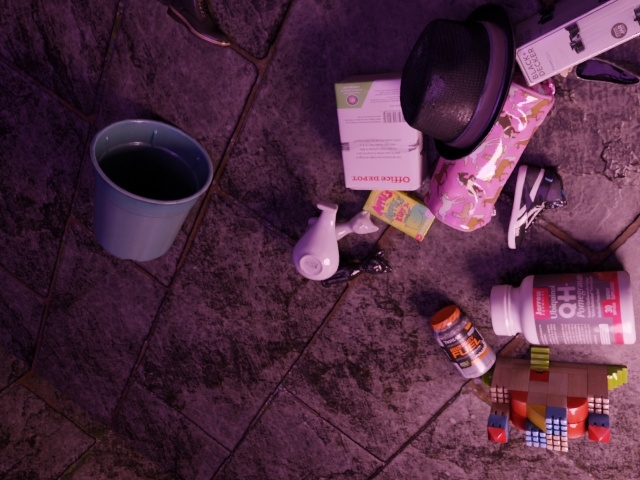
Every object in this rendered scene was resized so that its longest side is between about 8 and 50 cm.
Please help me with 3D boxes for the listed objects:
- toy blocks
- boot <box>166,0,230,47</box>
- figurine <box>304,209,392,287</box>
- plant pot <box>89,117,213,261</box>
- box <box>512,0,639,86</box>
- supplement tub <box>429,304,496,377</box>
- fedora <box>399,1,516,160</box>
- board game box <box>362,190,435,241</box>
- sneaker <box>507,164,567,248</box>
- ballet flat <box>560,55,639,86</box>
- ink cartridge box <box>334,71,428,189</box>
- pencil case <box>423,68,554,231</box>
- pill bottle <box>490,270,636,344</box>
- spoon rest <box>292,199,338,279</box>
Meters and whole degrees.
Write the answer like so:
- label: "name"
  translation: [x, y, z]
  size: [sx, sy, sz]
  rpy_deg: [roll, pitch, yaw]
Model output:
- label: "toy blocks"
  translation: [0.602, 0.435, 1.483]
  size: [0.381, 0.261, 0.191]
  rpy_deg: [-1, 115, 25]
- label: "boot"
  translation: [-0.306, -0.613, 1.481]
  size: [0.198, 0.077, 0.137]
  rpy_deg: [35, 120, 4]
- label: "figurine"
  translation: [0.082, 0.018, 1.625]
  size: [0.209, 0.092, 0.215]
  rpy_deg: [-12, 109, 21]
- label: "plant pot"
  translation: [-0.536, -0.132, 1.702]
  size: [0.341, 0.341, 0.334]
  rpy_deg: [37, 133, 4]
- label: "box"
  translation: [0.534, -0.436, 1.110]
  size: [0.290, 0.169, 0.087]
  rpy_deg: [-22, 117, 33]
- label: "supplement tub"
  translation: [0.398, 0.283, 1.587]
  size: [0.117, 0.117, 0.190]
  rpy_deg: [-32, 100, 34]
- label: "fedora"
  translation: [0.269, -0.343, 1.195]
  size: [0.152, 0.334, 0.334]
  rpy_deg: [7, 124, -17]
- label: "board game box"
  translation: [0.216, -0.084, 1.515]
  size: [0.181, 0.043, 0.092]
  rpy_deg: [30, 112, 8]
- label: "sneaker"
  translation: [0.529, -0.070, 1.363]
  size: [0.121, 0.079, 0.217]
  rpy_deg: [11, 118, 22]
- label: "ballet flat"
  translation: [0.597, -0.363, 1.197]
  size: [0.173, 0.049, 0.057]
  rpy_deg: [13, 119, 19]
- label: "ink cartridge box"
  translation: [0.157, -0.274, 1.411]
  size: [0.198, 0.115, 0.273]
  rpy_deg: [4, 117, 24]
- label: "pencil case"
  translation: [0.388, -0.213, 1.311]
  size: [0.160, 0.167, 0.386]
  rpy_deg: [55, 137, 42]
- label: "pill bottle"
  translation: [0.598, 0.170, 1.398]
  size: [0.318, 0.176, 0.176]
  rpy_deg: [-6, 113, 27]
- label: "spoon rest"
  translation: [0.000, 0.000, 1.562]
  size: [0.137, 0.084, 0.276]
  rpy_deg: [20, 128, 6]
